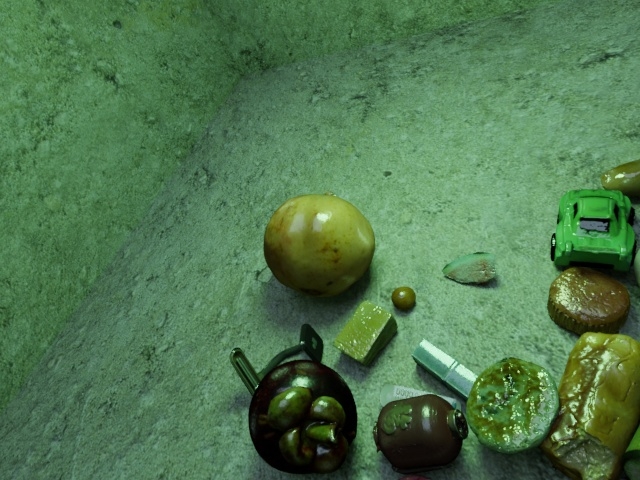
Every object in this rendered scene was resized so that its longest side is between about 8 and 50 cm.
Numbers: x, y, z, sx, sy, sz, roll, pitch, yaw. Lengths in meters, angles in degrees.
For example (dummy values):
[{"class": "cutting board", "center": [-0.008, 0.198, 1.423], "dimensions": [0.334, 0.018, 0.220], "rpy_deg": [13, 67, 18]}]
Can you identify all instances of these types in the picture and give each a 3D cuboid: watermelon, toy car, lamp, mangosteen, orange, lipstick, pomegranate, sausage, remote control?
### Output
[{"class": "watermelon", "center": [0.497, 0.095, 1.396], "dimensions": [0.180, 0.081, 0.094], "rpy_deg": [-4, 65, 47]}, {"class": "toy car", "center": [0.812, -0.038, 1.250], "dimensions": [0.213, 0.177, 0.359], "rpy_deg": [6, 50, 31]}, {"class": "lamp", "center": [0.254, 0.492, 1.072], "dimensions": [0.257, 0.180, 0.180], "rpy_deg": [-26, 40, 34]}, {"class": "mangosteen", "center": [-0.040, 0.484, 1.142], "dimensions": [0.307, 0.307, 0.347], "rpy_deg": [-43, 5, -13]}, {"class": "orange", "center": [0.281, 0.194, 1.419], "dimensions": [0.084, 0.085, 0.085], "rpy_deg": [-15, 46, 16]}, {"class": "lipstick", "center": [0.390, 0.391, 1.177], "dimensions": [0.077, 0.076, 0.289], "rpy_deg": [-45, 45, -13]}, {"class": "pomegranate", "center": [0.000, 0.000, 1.523], "dimensions": [0.410, 0.412, 0.412], "rpy_deg": [-15, 46, 16]}, {"class": "sausage", "center": [1.143, -0.238, 1.291], "dimensions": [0.500, 0.123, 0.136], "rpy_deg": [-21, 83, 14]}, {"class": "remote control", "center": [0.280, 0.466, 1.197], "dimensions": [0.228, 0.044, 0.073], "rpy_deg": [5, 69, 23]}, {"class": "lamp", "center": [-0.148, 0.373, 1.411], "dimensions": [0.283, 0.203, 0.124], "rpy_deg": [-32, 24, 5]}]

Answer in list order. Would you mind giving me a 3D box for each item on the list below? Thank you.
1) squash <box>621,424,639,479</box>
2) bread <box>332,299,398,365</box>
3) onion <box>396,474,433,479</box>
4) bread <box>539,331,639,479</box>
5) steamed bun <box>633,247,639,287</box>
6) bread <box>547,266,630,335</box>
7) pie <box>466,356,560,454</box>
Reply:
[{"class": "squash", "center": [0.804, 0.384, 0.799], "dimensions": [0.310, 0.310, 0.309], "rpy_deg": [23, 62, 41]}, {"class": "bread", "center": [0.148, 0.304, 1.370], "dimensions": [0.138, 0.102, 0.196], "rpy_deg": [22, 67, 43]}, {"class": "onion", "center": [0.226, 0.648, 0.986], "dimensions": [0.177, 0.154, 0.177], "rpy_deg": [-6, 51, 8]}, {"class": "bread", "center": [0.644, 0.385, 0.963], "dimensions": [0.148, 0.195, 0.344], "rpy_deg": [1, 49, 55]}, {"class": "steamed bun", "center": [0.951, 0.088, 1.092], "dimensions": [0.231, 0.145, 0.232], "rpy_deg": [-13, 56, 21]}, {"class": "bread", "center": [0.740, 0.167, 1.167], "dimensions": [0.199, 0.104, 0.199], "rpy_deg": [-15, 47, 16]}, {"class": "pie", "center": [0.449, 0.385, 0.999], "dimensions": [0.240, 0.054, 0.241], "rpy_deg": [-42, 19, 18]}]
